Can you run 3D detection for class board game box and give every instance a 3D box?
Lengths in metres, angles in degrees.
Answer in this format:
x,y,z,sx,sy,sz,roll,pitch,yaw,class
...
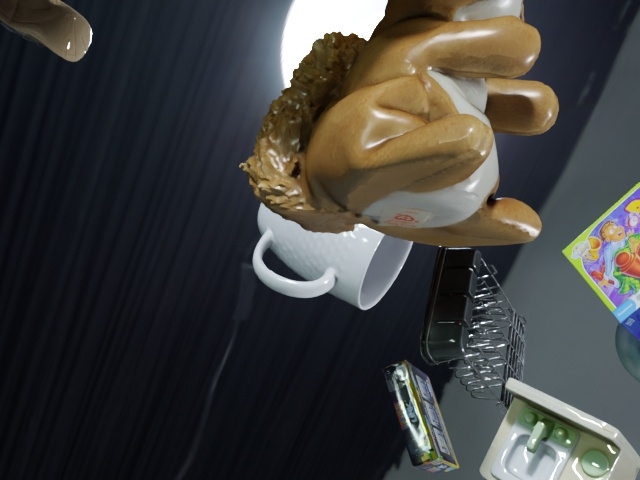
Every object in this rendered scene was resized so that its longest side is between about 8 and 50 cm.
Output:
x,y,z,sx,sy,sz,roll,pitch,yaw,class
0.626,-0.018,1.394,0.078,0.347,0.233,36,18,-28,board game box
0.169,0.300,1.335,0.141,0.048,0.170,44,26,-59,board game box

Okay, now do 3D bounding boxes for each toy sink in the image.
x,y,z,sx,sy,sz,roll,pitch,yaw,class
0.316,0.297,1.055,0.153,0.131,0.234,23,-11,34,toy sink

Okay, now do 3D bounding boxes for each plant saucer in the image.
x,y,z,sx,sy,sz,roll,pitch,yaw,class
0.653,0.196,1.484,0.195,0.194,0.037,27,18,21,plant saucer

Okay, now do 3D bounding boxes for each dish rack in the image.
x,y,z,sx,sy,sz,roll,pitch,yaw,class
0.263,0.157,1.290,0.074,0.208,0.271,-8,-41,34,dish rack

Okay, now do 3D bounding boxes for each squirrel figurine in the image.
x,y,z,sx,sy,sz,roll,pitch,yaw,class
0.085,-0.199,0.979,0.397,0.370,0.281,-6,-21,33,squirrel figurine

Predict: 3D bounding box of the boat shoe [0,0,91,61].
x,y,z,sx,sy,sz,roll,pitch,yaw,class
-0.473,-0.372,1.230,0.092,0.102,0.285,17,-8,24,boat shoe

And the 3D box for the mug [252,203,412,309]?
x,y,z,sx,sy,sz,roll,pitch,yaw,class
0.000,0.000,1.882,0.328,0.276,0.374,27,48,21,mug

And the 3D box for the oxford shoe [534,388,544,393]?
x,y,z,sx,sy,sz,roll,pitch,yaw,class
0.420,0.397,1.587,0.076,0.212,0.076,4,18,24,oxford shoe
